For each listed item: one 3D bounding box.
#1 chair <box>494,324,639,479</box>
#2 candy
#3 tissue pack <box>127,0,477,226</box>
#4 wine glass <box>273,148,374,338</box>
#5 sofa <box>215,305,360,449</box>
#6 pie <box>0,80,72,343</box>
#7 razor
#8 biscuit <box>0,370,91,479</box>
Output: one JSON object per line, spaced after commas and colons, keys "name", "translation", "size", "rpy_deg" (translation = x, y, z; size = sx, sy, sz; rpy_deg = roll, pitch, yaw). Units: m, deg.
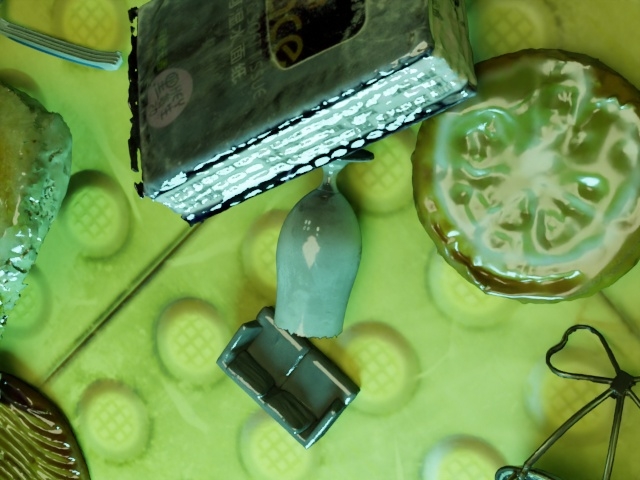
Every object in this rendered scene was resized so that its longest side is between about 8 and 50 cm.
{"name": "chair", "translation": [0.240, 0.271, 1.437], "size": [0.160, 0.170, 0.325], "rpy_deg": [28, 67, 22]}
{"name": "candy", "translation": [0.216, -0.063, 1.393], "size": [0.260, 0.118, 0.260], "rpy_deg": [4, 101, 22]}
{"name": "tissue pack", "translation": [-0.025, -0.195, 1.434], "size": [0.361, 0.122, 0.259], "rpy_deg": [-23, 55, 28]}
{"name": "wine glass", "translation": [0.000, 0.000, 1.519], "size": [0.093, 0.093, 0.202], "rpy_deg": [12, 103, 23]}
{"name": "sofa", "translation": [-0.038, 0.152, 1.583], "size": [0.147, 0.060, 0.085], "rpy_deg": [43, 114, 12]}
{"name": "pie", "translation": [-0.472, -0.034, 1.686], "size": [0.395, 0.180, 0.418], "rpy_deg": [41, 105, 29]}
{"name": "razor", "translation": [-0.313, -0.231, 1.655], "size": [0.191, 0.037, 0.068], "rpy_deg": [21, 66, 16]}
{"name": "biscuit", "translation": [-0.429, 0.314, 1.808], "size": [0.318, 0.040, 0.318], "rpy_deg": [5, 102, 25]}
